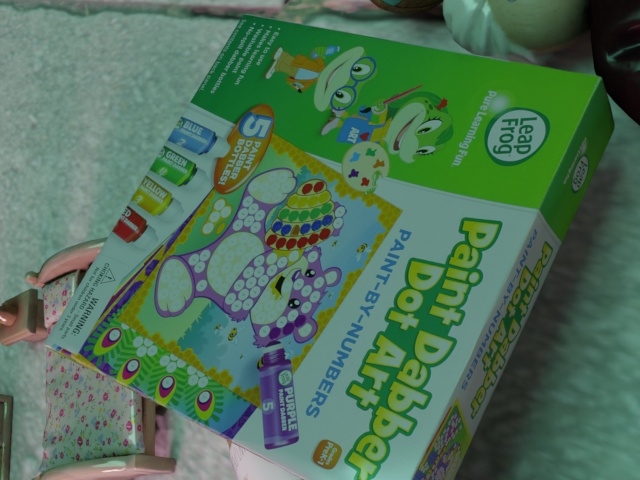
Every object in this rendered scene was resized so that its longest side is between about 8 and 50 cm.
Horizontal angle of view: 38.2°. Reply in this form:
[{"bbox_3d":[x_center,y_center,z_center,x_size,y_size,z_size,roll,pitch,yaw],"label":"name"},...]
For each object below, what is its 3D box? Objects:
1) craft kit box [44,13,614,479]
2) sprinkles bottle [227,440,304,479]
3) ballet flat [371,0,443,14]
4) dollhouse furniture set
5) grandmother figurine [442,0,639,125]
[{"bbox_3d":[0.000,0.000,0.521,0.246,0.061,0.250,19,73,30],"label":"craft kit box"},{"bbox_3d":[0.029,0.177,0.516,0.121,0.121,0.355,-42,51,22],"label":"sprinkles bottle"},{"bbox_3d":[0.112,-0.318,0.613,0.342,0.116,0.124,-67,17,1],"label":"ballet flat"},{"bbox_3d":[-0.246,0.148,0.733,0.355,0.173,0.303,-22,61,35],"label":"dollhouse furniture set"},{"bbox_3d":[0.217,-0.137,0.482,0.342,0.104,0.208,9,72,40],"label":"grandmother figurine"}]
